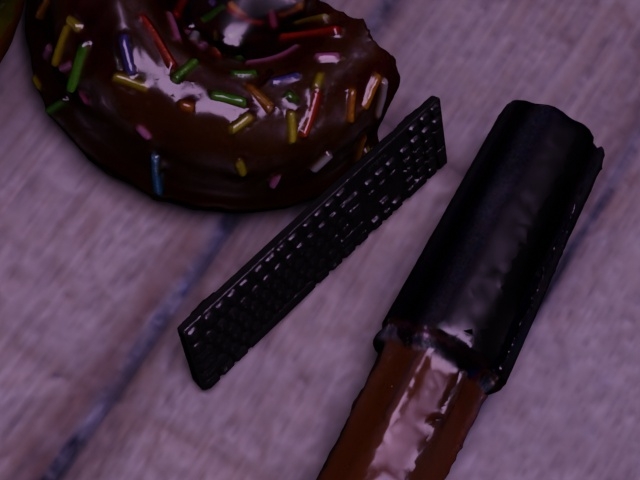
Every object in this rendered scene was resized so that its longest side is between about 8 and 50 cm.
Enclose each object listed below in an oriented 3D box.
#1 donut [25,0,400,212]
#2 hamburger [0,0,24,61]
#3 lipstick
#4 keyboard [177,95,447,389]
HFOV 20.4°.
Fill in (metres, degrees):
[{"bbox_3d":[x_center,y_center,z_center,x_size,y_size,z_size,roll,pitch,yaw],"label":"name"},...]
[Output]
[{"bbox_3d":[-0.057,-0.135,1.002,0.216,0.096,0.230,13,72,-9],"label":"donut"},{"bbox_3d":[-0.272,-0.182,0.901,0.291,0.225,0.291,3,72,-9],"label":"hamburger"},{"bbox_3d":[0.044,0.108,0.964,0.077,0.077,0.418,29,70,-3],"label":"lipstick"},{"bbox_3d":[0.000,0.000,0.995,0.013,0.061,0.204,36,67,28],"label":"keyboard"}]
